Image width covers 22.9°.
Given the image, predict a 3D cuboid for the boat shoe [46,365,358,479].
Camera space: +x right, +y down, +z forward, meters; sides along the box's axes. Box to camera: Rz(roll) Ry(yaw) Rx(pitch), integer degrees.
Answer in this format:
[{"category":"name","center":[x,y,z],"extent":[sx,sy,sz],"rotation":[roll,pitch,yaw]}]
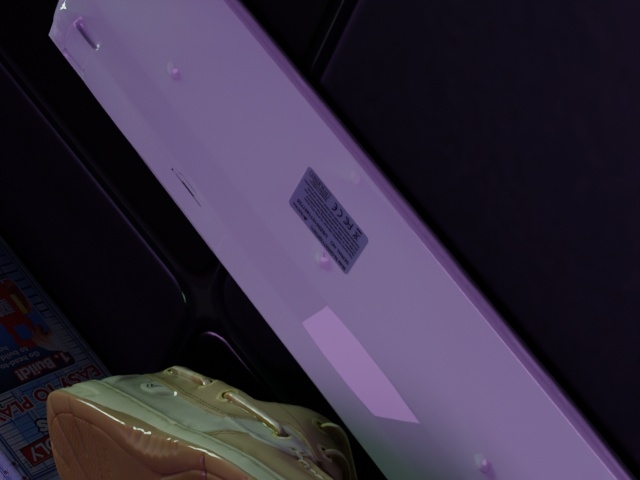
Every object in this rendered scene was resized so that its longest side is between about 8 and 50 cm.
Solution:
[{"category":"boat shoe","center":[-0.018,0.073,0.473],"extent":[0.170,0.059,0.063],"rotation":[23,126,46]}]

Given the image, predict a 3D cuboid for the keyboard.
[{"category":"keyboard","center":[0.000,0.000,0.459],"extent":[0.256,0.014,0.072],"rotation":[51,133,19]}]

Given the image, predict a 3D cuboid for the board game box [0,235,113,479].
[{"category":"board game box","center":[-0.150,0.068,0.620],"extent":[0.194,0.060,0.194],"rotation":[36,131,33]}]
